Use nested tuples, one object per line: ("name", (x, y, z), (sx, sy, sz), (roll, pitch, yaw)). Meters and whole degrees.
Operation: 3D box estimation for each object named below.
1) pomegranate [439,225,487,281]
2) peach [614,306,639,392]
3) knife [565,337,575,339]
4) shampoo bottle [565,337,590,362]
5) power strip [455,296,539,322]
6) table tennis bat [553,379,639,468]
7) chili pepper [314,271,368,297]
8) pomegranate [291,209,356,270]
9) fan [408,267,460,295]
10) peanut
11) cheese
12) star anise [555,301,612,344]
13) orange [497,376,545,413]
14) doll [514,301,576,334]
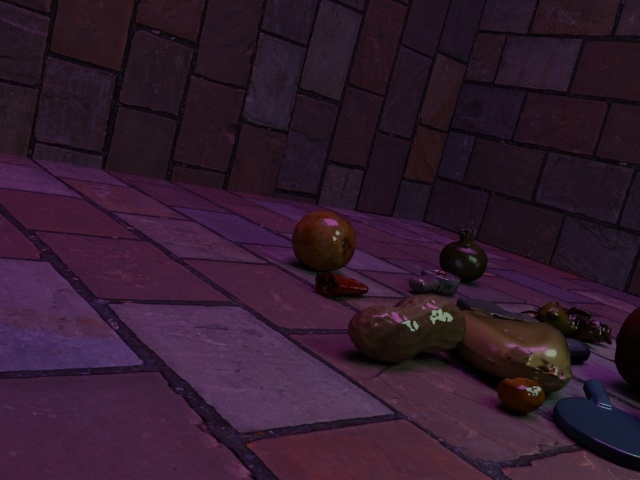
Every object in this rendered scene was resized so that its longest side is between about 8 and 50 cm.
("pomegranate", (0.563, 0.061, 2.430), (0.179, 0.210, 0.179), (31, 21, -14))
("peach", (0.814, 0.259, 1.469), (0.252, 0.252, 0.252), (14, 9, -2))
("knife", (0.695, 0.285, 1.863), (0.170, 0.010, 0.023), (10, 9, -27))
("shampoo bottle", (0.600, 0.280, 1.615), (0.234, 0.049, 0.087), (7, 19, -40))
("power strip", (0.507, 0.230, 1.746), (0.194, 0.059, 0.265), (7, 11, -15))
("table tennis bat", (0.548, 0.342, 1.201), (0.215, 0.044, 0.329), (15, 11, 10))
("chili pepper", (0.072, 0.125, 1.721), (0.169, 0.065, 0.088), (10, 10, -45))
("pomegranate", (0.011, 0.005, 1.967), (0.207, 0.207, 0.207), (14, 9, -2))
("fan", (0.365, 0.135, 2.065), (0.130, 0.074, 0.244), (21, 12, 32))
("peanut", (0.179, 0.178, 1.306), (0.298, 0.120, 0.136), (-3, 28, -40))
("cheese", (0.427, 0.241, 1.388), (0.260, 0.128, 0.316), (4, 6, -8))
("star anise", (0.792, 0.250, 1.951), (0.220, 0.099, 0.214), (19, 13, 30))
("orange", (0.374, 0.290, 1.176), (0.086, 0.062, 0.086), (1, -1, 0))
("doll", (0.637, 0.222, 1.851), (0.137, 0.097, 0.209), (27, -15, -30))
